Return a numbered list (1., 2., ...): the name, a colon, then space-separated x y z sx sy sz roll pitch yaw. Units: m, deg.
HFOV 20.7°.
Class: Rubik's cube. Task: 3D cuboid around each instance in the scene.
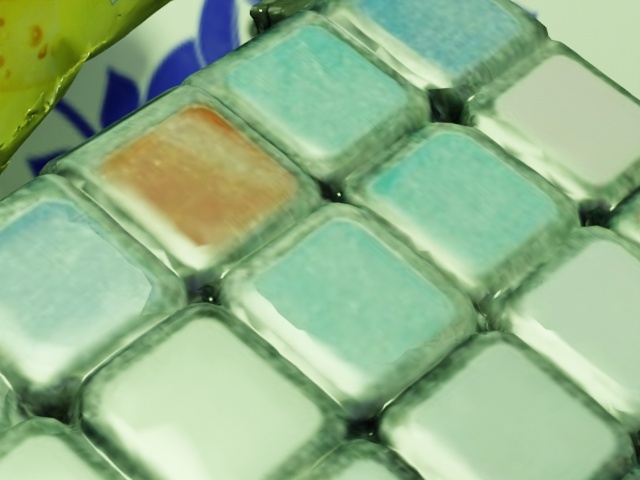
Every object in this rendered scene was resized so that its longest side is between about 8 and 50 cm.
1. Rubik's cube: 0.015 0.135 0.538 0.292 0.287 0.293 -36 158 -39

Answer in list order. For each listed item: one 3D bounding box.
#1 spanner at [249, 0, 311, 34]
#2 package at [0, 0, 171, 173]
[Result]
1. spanner: 0.000 0.000 0.785 0.093 0.026 0.325 1 93 -47
2. package: -0.135 -0.086 0.587 0.226 0.090 0.168 -56 130 -32
